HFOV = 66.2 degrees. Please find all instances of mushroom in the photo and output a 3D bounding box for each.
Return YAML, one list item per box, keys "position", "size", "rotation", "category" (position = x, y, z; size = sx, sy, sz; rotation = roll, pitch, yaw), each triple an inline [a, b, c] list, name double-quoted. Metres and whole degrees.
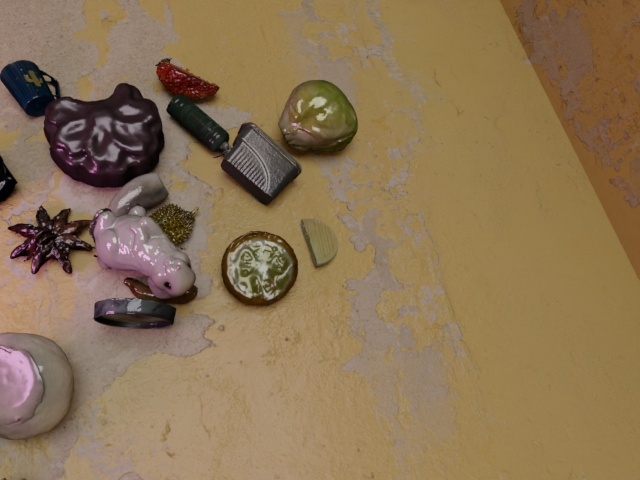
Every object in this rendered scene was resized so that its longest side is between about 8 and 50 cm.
- position: [-0.628, -0.127, 1.630]
  size: [0.103, 0.118, 0.270]
  rotation: [20, 54, 41]
  category: "mushroom"

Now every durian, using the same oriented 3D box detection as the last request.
- position: [-0.489, -0.063, 1.643]
  size: [0.208, 0.102, 0.146]
  rotation: [-31, 70, -29]
  category: "durian"

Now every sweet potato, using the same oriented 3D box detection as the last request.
- position: [-0.506, 0.164, 1.550]
  size: [0.233, 0.062, 0.081]
  rotation: [6, 47, -8]
  category: "sweet potato"

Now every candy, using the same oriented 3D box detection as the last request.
- position: [-0.787, 0.380, 1.298]
  size: [0.296, 0.185, 0.295]
  rotation: [-1, 84, 13]
  category: "candy"
- position: [-0.203, 0.092, 1.631]
  size: [0.260, 0.118, 0.259]
  rotation: [5, 65, -10]
  category: "candy"

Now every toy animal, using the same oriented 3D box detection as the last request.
- position: [-0.521, 0.053, 1.478]
  size: [0.357, 0.257, 0.194]
  rotation: [39, 37, 17]
  category: "toy animal"

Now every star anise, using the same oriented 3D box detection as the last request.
- position: [-0.841, -0.019, 1.527]
  size: [0.272, 0.102, 0.271]
  rotation: [7, 60, -12]
  category: "star anise"

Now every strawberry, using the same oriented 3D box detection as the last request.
- position: [-0.529, -0.604, 1.894]
  size: [0.236, 0.106, 0.175]
  rotation: [34, 19, 15]
  category: "strawberry"

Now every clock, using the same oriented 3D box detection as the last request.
- position: [-0.536, 0.216, 1.423]
  size: [0.226, 0.226, 0.049]
  rotation: [4, 69, -13]
  category: "clock"

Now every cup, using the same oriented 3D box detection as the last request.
- position: [-1.004, -0.532, 1.734]
  size: [0.176, 0.131, 0.155]
  rotation: [-23, 75, -50]
  category: "cup"

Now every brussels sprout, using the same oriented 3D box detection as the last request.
- position: [-0.012, -0.480, 1.903]
  size: [0.317, 0.242, 0.273]
  rotation: [-4, 90, -11]
  category: "brussels sprout"

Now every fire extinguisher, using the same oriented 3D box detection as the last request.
- position: [-0.437, -0.412, 1.830]
  size: [0.311, 0.095, 0.114]
  rotation: [40, 75, 7]
  category: "fire extinguisher"

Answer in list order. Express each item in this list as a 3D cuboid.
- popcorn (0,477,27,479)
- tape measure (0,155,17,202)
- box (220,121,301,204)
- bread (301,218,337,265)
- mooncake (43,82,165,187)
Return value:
- position: [-0.746, 0.671, 1.197]
  size: [0.174, 0.142, 0.173]
  rotation: [20, 60, -38]
  category: "popcorn"
- position: [-1.085, -0.191, 1.533]
  size: [0.223, 0.135, 0.202]
  rotation: [-34, 87, -24]
  category: "tape measure"
- position: [-0.224, -0.275, 1.775]
  size: [0.274, 0.138, 0.178]
  rotation: [39, 65, -7]
  category: "box"
- position: [0.005, 0.003, 1.776]
  size: [0.112, 0.036, 0.192]
  rotation: [-9, 64, -24]
  category: "bread"
- position: [-0.721, -0.356, 1.673]
  size: [0.381, 0.212, 0.350]
  rotation: [-31, 82, -23]
  category: "mooncake"
